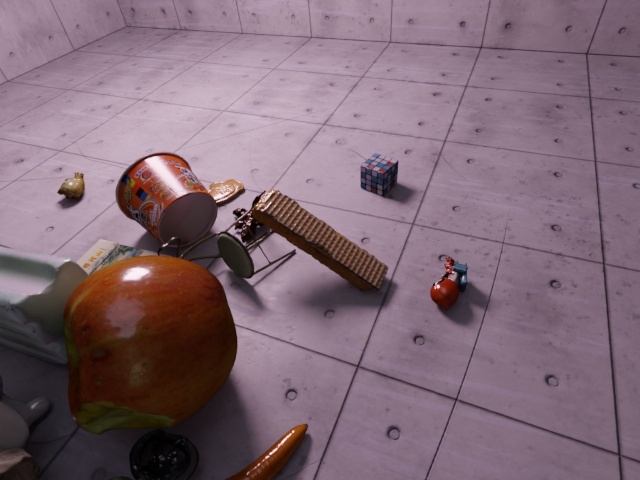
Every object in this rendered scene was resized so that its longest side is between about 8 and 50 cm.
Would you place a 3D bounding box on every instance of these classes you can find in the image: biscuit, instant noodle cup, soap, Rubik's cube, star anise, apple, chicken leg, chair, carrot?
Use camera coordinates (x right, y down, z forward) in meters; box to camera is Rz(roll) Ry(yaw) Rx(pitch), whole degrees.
[{"bbox_3d":[-0.341,-0.173,1.401,0.118,0.023,0.140,26,53,28],"label":"biscuit"},{"bbox_3d":[-0.440,-0.108,1.204,0.250,0.250,0.192,-35,59,-27],"label":"instant noodle cup"},{"bbox_3d":[-0.699,0.144,0.934,0.447,0.261,0.156,5,47,23],"label":"soap"},{"bbox_3d":[0.000,0.000,1.053,0.379,0.054,0.094,34,55,-1],"label":"biscuit"},{"bbox_3d":[0.194,-0.219,1.339,0.092,0.092,0.092,27,52,30],"label":"Rubik's cube"},{"bbox_3d":[-0.212,-0.091,1.222,0.141,0.144,0.158,-18,45,1],"label":"star anise"},{"bbox_3d":[-0.327,0.198,0.803,0.341,0.339,0.339,-3,44,3],"label":"apple"},{"bbox_3d":[-0.899,-0.204,1.471,0.093,0.070,0.178,-19,38,-5],"label":"chicken leg"},{"bbox_3d":[-0.235,0.034,1.086,0.170,0.159,0.326,32,50,31],"label":"chair"},{"bbox_3d":[-0.126,0.430,0.733,0.272,0.066,0.062,-24,90,-21],"label":"carrot"}]

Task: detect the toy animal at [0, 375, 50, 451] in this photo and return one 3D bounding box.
[{"bbox_3d":[-0.702,0.333,0.760,0.249,0.289,0.174,-19,43,17],"label":"toy animal"}]

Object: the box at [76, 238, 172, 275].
[{"bbox_3d":[-0.549,0.095,1.113,0.257,0.069,0.164,11,46,17],"label":"box"}]

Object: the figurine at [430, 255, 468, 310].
[{"bbox_3d":[0.321,0.111,1.006,0.075,0.068,0.140,21,56,21],"label":"figurine"}]

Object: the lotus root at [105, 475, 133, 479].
[{"bbox_3d":[-0.389,0.489,0.676,0.192,0.088,0.113,-39,34,-29],"label":"lotus root"}]

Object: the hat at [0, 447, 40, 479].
[{"bbox_3d":[-0.632,0.407,0.686,0.245,0.149,0.214,33,95,3],"label":"hat"}]

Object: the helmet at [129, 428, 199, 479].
[{"bbox_3d":[-0.292,0.415,0.751,0.123,0.070,0.098,24,34,1],"label":"helmet"}]
